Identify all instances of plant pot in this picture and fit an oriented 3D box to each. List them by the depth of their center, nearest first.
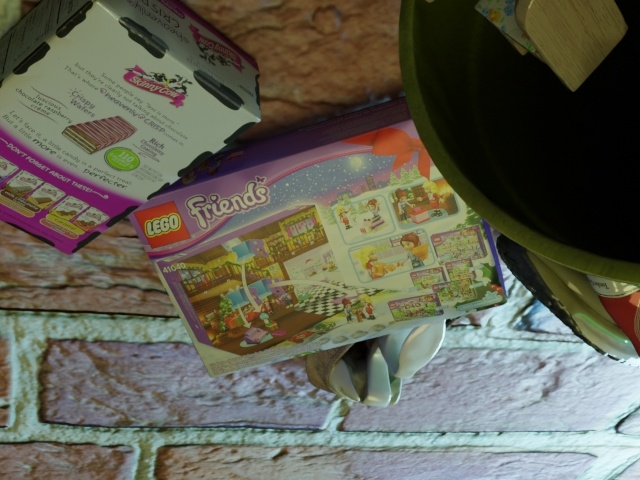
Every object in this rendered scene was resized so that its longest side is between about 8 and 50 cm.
[{"bbox_3d":[0.298,-0.101,0.597,0.367,0.366,0.353,-28,148,25],"label":"plant pot"}]

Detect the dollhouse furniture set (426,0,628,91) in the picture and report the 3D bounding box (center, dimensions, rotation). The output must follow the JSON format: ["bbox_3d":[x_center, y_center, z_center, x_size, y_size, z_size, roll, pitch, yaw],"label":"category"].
[{"bbox_3d":[0.098,-0.240,0.452,0.242,0.212,0.161,-50,146,10],"label":"dollhouse furniture set"}]

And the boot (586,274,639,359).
[{"bbox_3d":[0.374,0.025,0.850,0.244,0.088,0.176,-37,110,-6],"label":"boot"}]

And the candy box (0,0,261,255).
[{"bbox_3d":[-0.184,-0.097,0.724,0.233,0.071,0.159,-30,136,28],"label":"candy box"}]

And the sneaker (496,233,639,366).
[{"bbox_3d":[0.356,0.035,0.956,0.410,0.158,0.182,22,103,-28],"label":"sneaker"}]

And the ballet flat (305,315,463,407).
[{"bbox_3d":[0.067,0.114,0.999,0.108,0.106,0.316,9,140,-20],"label":"ballet flat"}]

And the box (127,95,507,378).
[{"bbox_3d":[0.000,0.000,0.831,0.293,0.057,0.200,-15,119,12],"label":"box"}]
